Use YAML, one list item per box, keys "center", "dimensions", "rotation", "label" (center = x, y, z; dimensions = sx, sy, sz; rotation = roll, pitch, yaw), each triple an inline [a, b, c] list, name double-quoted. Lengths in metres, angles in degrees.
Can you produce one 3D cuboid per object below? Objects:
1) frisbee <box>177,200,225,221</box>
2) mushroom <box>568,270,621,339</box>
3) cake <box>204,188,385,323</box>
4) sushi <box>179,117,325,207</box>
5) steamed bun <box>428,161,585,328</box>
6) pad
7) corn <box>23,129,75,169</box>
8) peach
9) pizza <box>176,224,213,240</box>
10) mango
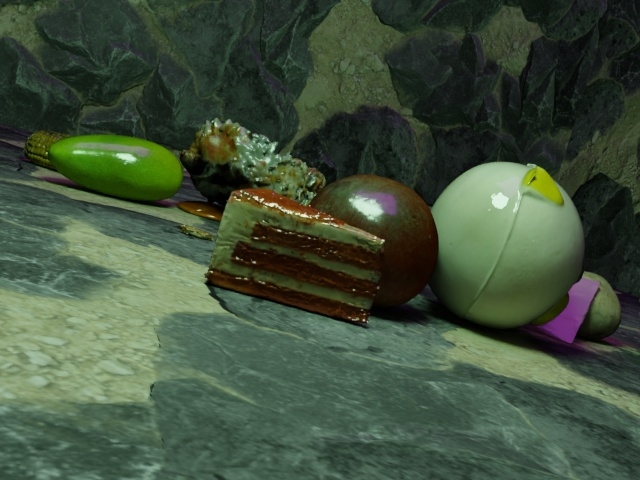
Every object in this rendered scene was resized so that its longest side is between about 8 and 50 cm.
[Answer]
- center: [-0.291, -0.083, 1.998]
  dimensions: [0.192, 0.035, 0.192]
  rotation: [15, 6, -1]
  label: "frisbee"
- center: [0.602, 0.148, 1.683]
  dimensions: [0.166, 0.166, 0.127]
  rotation: [10, -30, -41]
  label: "mushroom"
- center: [-0.049, 0.021, 1.128]
  dimensions: [0.262, 0.158, 0.160]
  rotation: [21, 12, 33]
  label: "cake"
- center: [-0.168, -0.169, 1.991]
  dimensions: [0.418, 0.175, 0.417]
  rotation: [17, -11, 3]
  label: "sushi"
- center: [0.350, 0.009, 1.443]
  dimensions: [0.334, 0.333, 0.374]
  rotation: [16, 7, 3]
  label: "steamed bun"
- center: [0.518, 0.135, 1.597]
  dimensions: [0.113, 0.006, 0.187]
  rotation: [20, 52, 27]
  label: "pad"
- center: [-0.674, -0.230, 2.028]
  dimensions: [0.318, 0.115, 0.115]
  rotation: [17, 6, 18]
  label: "corn"
- center: [0.081, 0.000, 1.308]
  dimensions: [0.253, 0.252, 0.252]
  rotation: [15, 6, -2]
  label: "peach"
- center: [-0.264, -0.016, 1.558]
  dimensions: [0.083, 0.016, 0.037]
  rotation: [19, 5, -5]
  label: "pizza"
- center: [-0.499, -0.182, 1.824]
  dimensions: [0.343, 0.155, 0.192]
  rotation: [7, 2, -37]
  label: "mango"
